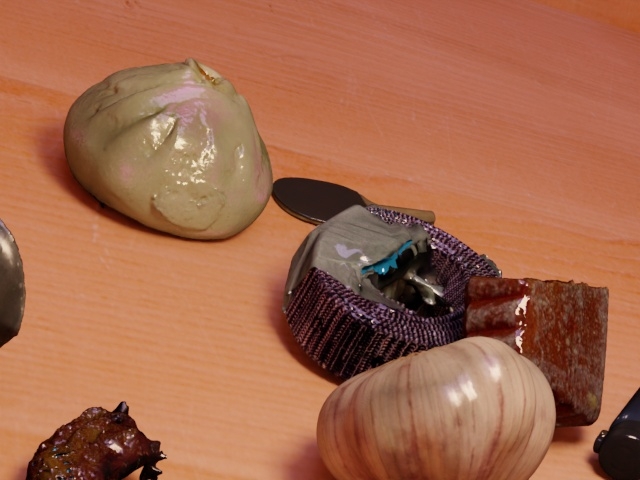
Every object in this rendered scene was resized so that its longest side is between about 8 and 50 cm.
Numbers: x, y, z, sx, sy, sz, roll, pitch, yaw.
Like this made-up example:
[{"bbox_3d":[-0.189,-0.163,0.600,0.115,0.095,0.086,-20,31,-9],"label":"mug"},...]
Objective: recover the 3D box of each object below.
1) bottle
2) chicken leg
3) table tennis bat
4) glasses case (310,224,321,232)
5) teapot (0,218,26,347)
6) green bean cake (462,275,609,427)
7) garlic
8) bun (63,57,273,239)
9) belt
[{"bbox_3d":[0.394,0.219,2.047,0.082,0.072,0.244,17,22,19],"label":"bottle"},{"bbox_3d":[-0.217,0.216,1.581,0.105,0.063,0.234,22,26,13],"label":"chicken leg"},{"bbox_3d":[0.048,-0.048,2.391,0.247,0.022,0.138,8,27,-24],"label":"table tennis bat"},{"bbox_3d":[0.000,0.000,2.250,0.032,0.021,0.083,26,25,7],"label":"glasses case"},{"bbox_3d":[-0.438,0.058,1.616,0.305,0.223,0.285,-5,6,24],"label":"teapot"},{"bbox_3d":[0.250,0.105,1.977,0.097,0.198,0.233,-8,-23,33],"label":"green bean cake"},{"bbox_3d":[0.124,0.230,1.705,0.245,0.245,0.253,4,65,-33],"label":"garlic"},{"bbox_3d":[-0.183,-0.139,2.199,0.293,0.187,0.293,18,27,-9],"label":"bun"},{"bbox_3d":[0.090,0.074,2.056,0.260,0.122,0.325,36,30,15],"label":"belt"}]
